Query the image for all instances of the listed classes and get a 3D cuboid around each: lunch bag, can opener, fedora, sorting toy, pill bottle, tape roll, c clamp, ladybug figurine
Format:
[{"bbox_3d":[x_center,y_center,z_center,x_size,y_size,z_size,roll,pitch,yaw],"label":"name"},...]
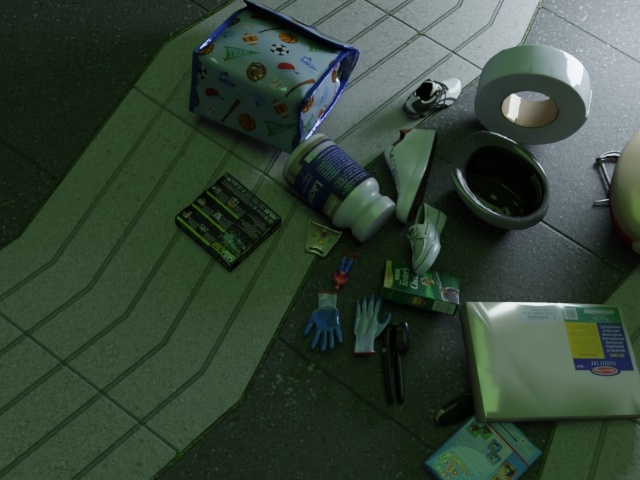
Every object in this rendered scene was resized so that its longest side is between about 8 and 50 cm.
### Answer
[{"bbox_3d":[-0.107,-0.454,1.981,0.328,0.238,0.385,27,47,8],"label":"lunch bag"},{"bbox_3d":[0.166,0.277,1.732,0.059,0.073,0.186,9,72,-11],"label":"can opener"},{"bbox_3d":[0.438,-0.132,1.930,0.276,0.124,0.243,30,66,0],"label":"fedora"},{"bbox_3d":[0.000,0.000,1.864,0.083,0.045,0.075,22,70,5],"label":"sorting toy"},{"bbox_3d":[0.047,-0.126,1.868,0.265,0.153,0.153,42,66,15],"label":"pill bottle"},{"bbox_3d":[0.547,-0.371,1.976,0.286,0.286,0.100,17,62,2],"label":"tape roll"},{"bbox_3d":[0.785,-0.173,2.048,0.137,0.022,0.160,-1,64,-7],"label":"c clamp"},{"bbox_3d":[0.880,-0.130,1.950,0.305,0.162,0.449,39,65,5],"label":"ladybug figurine"}]

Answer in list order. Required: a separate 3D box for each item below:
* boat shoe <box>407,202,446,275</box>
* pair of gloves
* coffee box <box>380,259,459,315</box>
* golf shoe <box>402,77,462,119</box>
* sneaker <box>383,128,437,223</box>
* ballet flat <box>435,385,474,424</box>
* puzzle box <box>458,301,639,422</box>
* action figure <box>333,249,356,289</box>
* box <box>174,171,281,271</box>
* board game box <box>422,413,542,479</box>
[{"bbox_3d":[0.243,-0.005,1.847,0.076,0.083,0.226,34,38,-8],"label":"boat shoe"},{"bbox_3d":[0.063,0.188,1.761,0.198,0.023,0.159,2,59,11],"label":"pair of gloves"},{"bbox_3d":[0.236,0.111,1.808,0.184,0.040,0.113,14,35,1],"label":"coffee box"},{"bbox_3d":[0.316,-0.401,2.072,0.198,0.094,0.077,-34,70,-22],"label":"golf shoe"},{"bbox_3d":[0.211,-0.167,1.948,0.123,0.105,0.290,10,56,13],"label":"sneaker"},{"bbox_3d":[0.324,0.360,1.718,0.173,0.057,0.049,-28,36,-23],"label":"ballet flat"},{"bbox_3d":[0.531,0.277,1.748,0.409,0.052,0.272,3,62,-13],"label":"puzzle box"},{"bbox_3d":[0.055,0.074,1.831,0.038,0.030,0.115,24,49,1],"label":"action figure"},{"bbox_3d":[-0.224,-0.047,1.861,0.191,0.045,0.184,39,68,12],"label":"box"},{"bbox_3d":[0.352,0.475,1.661,0.212,0.039,0.160,-37,72,-22],"label":"board game box"}]
